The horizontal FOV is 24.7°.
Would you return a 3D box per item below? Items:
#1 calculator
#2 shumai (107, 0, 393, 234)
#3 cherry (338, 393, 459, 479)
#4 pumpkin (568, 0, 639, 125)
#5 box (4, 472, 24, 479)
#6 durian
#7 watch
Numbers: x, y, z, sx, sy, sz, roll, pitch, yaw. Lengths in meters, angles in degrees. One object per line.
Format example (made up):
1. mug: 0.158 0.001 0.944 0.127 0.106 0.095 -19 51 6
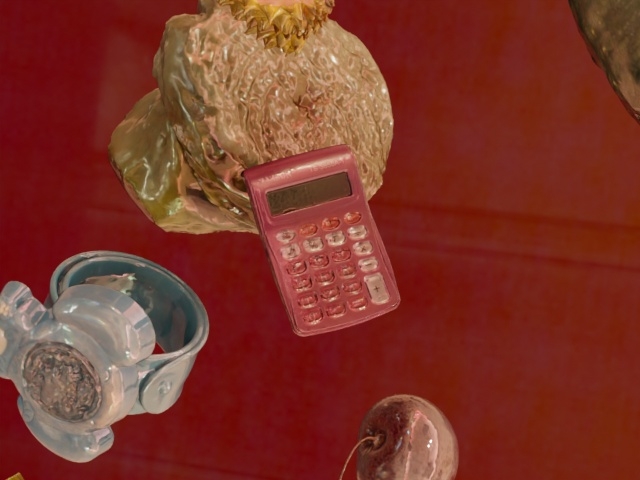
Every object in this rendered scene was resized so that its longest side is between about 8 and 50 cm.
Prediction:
1. calculator: 0.000 0.000 1.520 0.034 0.126 0.190 140 -67 -69
2. shumai: -0.104 -0.127 1.695 0.304 0.263 0.309 -29 98 -47
3. cherry: 0.092 0.270 1.643 0.148 0.115 0.188 66 33 -64
4. pumpkin: 0.285 -0.170 0.779 0.257 0.327 0.292 -11 85 -37
5. box: -0.299 0.317 1.213 0.173 0.043 0.311 55 22 5
6. durian: -0.040 -0.260 1.386 0.165 0.132 0.182 12 57 -56
7. watch: -0.221 0.095 1.490 0.193 0.211 0.211 -45 140 -56
